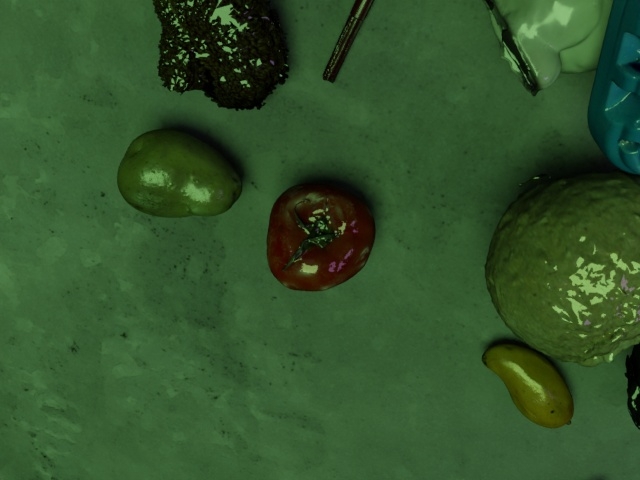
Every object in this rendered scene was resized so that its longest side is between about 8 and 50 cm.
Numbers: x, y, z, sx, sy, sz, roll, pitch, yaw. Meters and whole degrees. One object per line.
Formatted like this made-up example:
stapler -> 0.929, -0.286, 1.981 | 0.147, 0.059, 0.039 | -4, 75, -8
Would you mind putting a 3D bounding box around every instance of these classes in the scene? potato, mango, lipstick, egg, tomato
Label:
potato -> -0.228, -0.103, 1.247 | 0.193, 0.157, 0.157 | 17, 120, 10
mango -> 0.363, 0.246, 1.285 | 0.098, 0.075, 0.190 | -41, 92, 25
lipstick -> 0.044, -0.314, 1.122 | 0.027, 0.027, 0.177 | 30, 123, 1
egg -> 0.371, 0.038, 1.063 | 0.279, 0.279, 0.310 | 34, 150, -2
tomato -> 0.000, 0.000, 1.221 | 0.186, 0.151, 0.187 | 0, 76, 2

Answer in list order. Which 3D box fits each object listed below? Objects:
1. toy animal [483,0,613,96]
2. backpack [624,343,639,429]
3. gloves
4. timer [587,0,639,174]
toy animal -> 0.377, -0.332, 0.921 | 0.357, 0.194, 0.258 | -27, 110, 17
backpack -> 0.606, 0.260, 1.000 | 0.363, 0.446, 0.255 | 3, 111, 15
gloves -> -0.165, -0.330, 1.116 | 0.210, 0.135, 0.312 | -24, 109, 23
timer -> 0.478, -0.220, 0.859 | 0.308, 0.115, 0.340 | -11, 138, -5
